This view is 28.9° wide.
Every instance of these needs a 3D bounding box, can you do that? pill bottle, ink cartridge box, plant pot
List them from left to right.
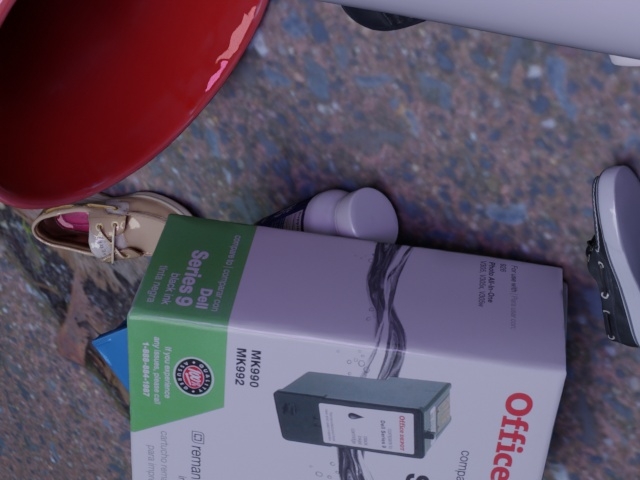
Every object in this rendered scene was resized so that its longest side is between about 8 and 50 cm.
[{"bbox_3d":[-0.201,-0.195,0.813,0.243,0.275,0.275,40,139,18],"label":"plant pot"},{"bbox_3d":[0.000,0.000,0.937,0.120,0.067,0.067,-21,108,46],"label":"pill bottle"},{"bbox_3d":[0.018,0.113,0.886,0.289,0.122,0.211,7,125,4],"label":"ink cartridge box"}]

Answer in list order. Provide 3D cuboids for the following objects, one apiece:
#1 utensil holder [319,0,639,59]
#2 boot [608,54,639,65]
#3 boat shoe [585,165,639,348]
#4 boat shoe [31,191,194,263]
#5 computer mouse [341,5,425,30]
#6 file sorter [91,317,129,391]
[{"bbox_3d":[0.059,-0.245,0.510,0.385,0.327,0.328,15,131,32],"label":"utensil holder"},{"bbox_3d":[0.230,-0.153,0.646,0.190,0.069,0.086,-12,107,34],"label":"boot"},{"bbox_3d":[0.195,0.015,0.813,0.040,0.049,0.142,3,126,37],"label":"boat shoe"},{"bbox_3d":[-0.180,-0.006,1.078,0.170,0.059,0.063,6,126,35],"label":"boat shoe"},{"bbox_3d":[0.105,-0.190,0.733,0.242,0.041,0.071,-19,118,38],"label":"computer mouse"},{"bbox_3d":[-0.083,0.113,1.064,0.118,0.104,0.170,-21,108,46],"label":"file sorter"}]
